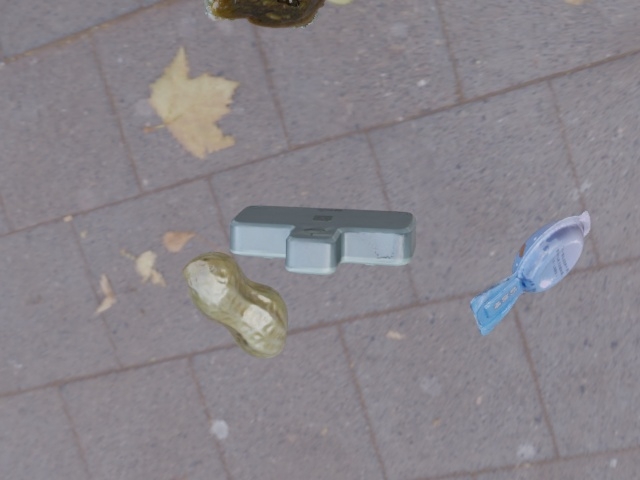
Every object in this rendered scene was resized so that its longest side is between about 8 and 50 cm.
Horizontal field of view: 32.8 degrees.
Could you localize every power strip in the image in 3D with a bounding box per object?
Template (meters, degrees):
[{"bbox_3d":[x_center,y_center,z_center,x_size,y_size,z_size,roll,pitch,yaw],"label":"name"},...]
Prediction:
[{"bbox_3d":[0.000,0.001,1.541,0.265,0.193,0.059,3,105,9],"label":"power strip"}]

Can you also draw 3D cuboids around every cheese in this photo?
[{"bbox_3d":[0.328,0.044,1.678,0.245,0.135,0.052,-40,54,-8],"label":"cheese"}]

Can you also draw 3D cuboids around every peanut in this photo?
[{"bbox_3d":[-0.139,0.113,1.915,0.125,0.111,0.274,-18,138,28],"label":"peanut"}]

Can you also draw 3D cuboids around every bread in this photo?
[{"bbox_3d":[-0.074,-0.431,1.712,0.192,0.210,0.109,-56,43,40],"label":"bread"}]
